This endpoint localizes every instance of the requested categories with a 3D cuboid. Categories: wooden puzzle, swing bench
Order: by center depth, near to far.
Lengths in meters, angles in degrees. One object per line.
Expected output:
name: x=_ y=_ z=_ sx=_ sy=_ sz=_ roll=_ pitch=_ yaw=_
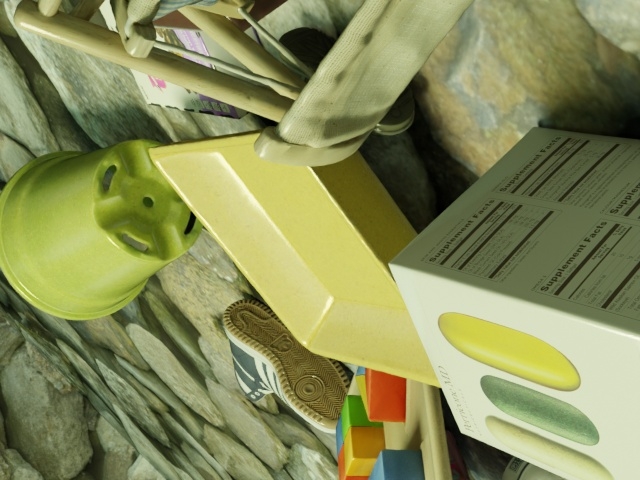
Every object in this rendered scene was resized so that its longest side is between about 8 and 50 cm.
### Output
swing bench: x=-0.008 y=-0.199 z=0.589 sx=0.255 sy=0.165 sz=0.253 roll=29 pitch=126 yaw=-13
wooden puzzle: x=0.076 y=0.269 z=1.131 sx=0.322 sy=0.080 sz=0.348 roll=105 pitch=161 yaw=-49

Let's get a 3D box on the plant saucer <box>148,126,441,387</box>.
plant saucer: x=0.000 y=0.000 z=1.008 sx=0.333 sy=0.081 sz=0.333 roll=53 pitch=157 yaw=-22

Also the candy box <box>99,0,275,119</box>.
candy box: x=-0.158 y=-0.232 z=1.080 sx=0.196 sy=0.070 sz=0.165 roll=16 pitch=139 yaw=48

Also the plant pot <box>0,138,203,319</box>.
plant pot: x=-0.312 y=-0.034 z=1.416 sx=0.254 sy=0.276 sz=0.276 roll=-18 pitch=111 yaw=51

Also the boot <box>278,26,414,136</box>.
boot: x=0.025 y=-0.097 z=0.974 sx=0.189 sy=0.076 sz=0.208 roll=46 pitch=151 yaw=37

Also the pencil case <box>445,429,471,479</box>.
pencil case: x=0.165 y=0.347 z=1.197 sx=0.124 sy=0.124 sz=0.284 roll=60 pitch=179 yaw=-22

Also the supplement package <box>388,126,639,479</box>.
supplement package: x=0.233 y=0.059 z=0.714 sx=0.263 sy=0.198 sz=0.199 roll=16 pitch=140 yaw=49

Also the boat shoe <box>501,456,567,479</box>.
boat shoe: x=0.285 y=0.371 z=1.181 sx=0.084 sy=0.095 sz=0.258 roll=28 pitch=149 yaw=45

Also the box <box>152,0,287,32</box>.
box: x=-0.096 y=-0.301 z=0.775 sx=0.167 sy=0.168 sz=0.203 roll=18 pitch=141 yaw=46

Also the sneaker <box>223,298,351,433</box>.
sneaker: x=-0.047 y=0.225 z=1.493 sx=0.282 sy=0.099 sz=0.153 roll=41 pitch=149 yaw=32
